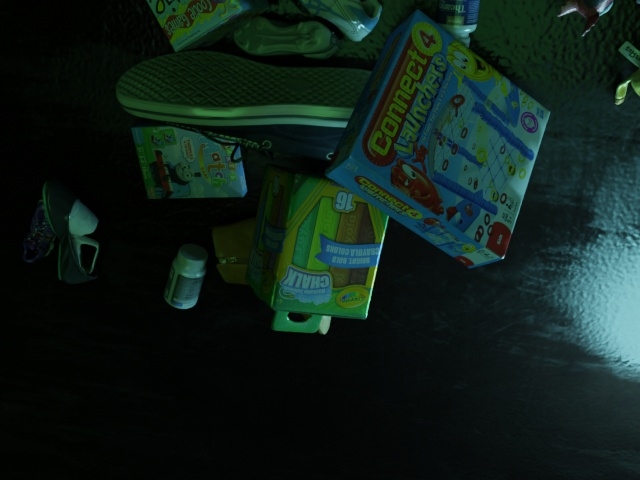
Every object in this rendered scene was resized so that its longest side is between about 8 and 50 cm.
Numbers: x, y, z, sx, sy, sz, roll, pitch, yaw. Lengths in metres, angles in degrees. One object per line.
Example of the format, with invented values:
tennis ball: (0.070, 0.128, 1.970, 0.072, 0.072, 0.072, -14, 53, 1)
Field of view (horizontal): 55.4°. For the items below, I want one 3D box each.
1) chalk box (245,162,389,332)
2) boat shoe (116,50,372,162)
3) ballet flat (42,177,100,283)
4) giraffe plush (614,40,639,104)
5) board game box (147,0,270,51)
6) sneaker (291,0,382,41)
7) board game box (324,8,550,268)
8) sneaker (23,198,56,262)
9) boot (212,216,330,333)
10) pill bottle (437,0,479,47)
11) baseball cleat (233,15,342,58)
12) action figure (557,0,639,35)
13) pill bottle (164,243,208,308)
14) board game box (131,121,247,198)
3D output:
chalk box: (-0.015, 0.029, 1.057, 0.180, 0.179, 0.288, 7, 99, -22)
boat shoe: (-0.112, -0.226, 1.093, 0.500, 0.186, 0.156, 4, 140, -2)
ballet flat: (-0.544, -0.017, 1.363, 0.096, 0.095, 0.280, 6, 130, -4)
giraffe plush: (0.590, -0.243, 0.971, 0.210, 0.170, 0.181, 20, 121, -1)
board game box: (-0.226, -0.471, 0.992, 0.142, 0.144, 0.275, -24, 103, 22)
sneaker: (0.011, -0.399, 0.986, 0.086, 0.237, 0.085, -52, 57, 23)
board game box: (0.202, -0.163, 0.996, 0.302, 0.308, 0.086, 31, 157, -17)
sneaker: (-0.635, -0.015, 1.385, 0.068, 0.071, 0.170, 25, 120, -3)
boot: (-0.108, 0.082, 1.334, 0.211, 0.104, 0.295, -10, 112, 22)
pill bottle: (0.231, -0.386, 1.019, 0.067, 0.067, 0.120, 5, 119, 8)
baseball cleat: (-0.058, -0.353, 1.090, 0.206, 0.109, 0.072, 19, 98, 33)
action figure: (0.481, -0.449, 0.835, 0.248, 0.275, 0.370, 27, 106, -12)
pill bottle: (-0.300, 0.080, 1.370, 0.078, 0.078, 0.137, 22, 121, -2)
board game box: (-0.267, -0.166, 1.251, 0.212, 0.039, 0.160, -1, 118, 10)
